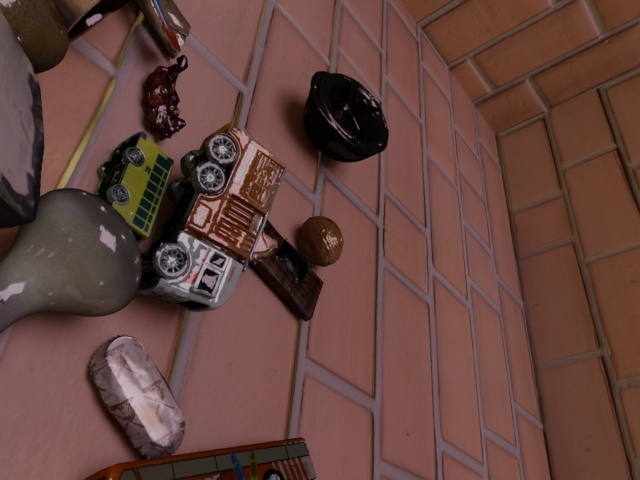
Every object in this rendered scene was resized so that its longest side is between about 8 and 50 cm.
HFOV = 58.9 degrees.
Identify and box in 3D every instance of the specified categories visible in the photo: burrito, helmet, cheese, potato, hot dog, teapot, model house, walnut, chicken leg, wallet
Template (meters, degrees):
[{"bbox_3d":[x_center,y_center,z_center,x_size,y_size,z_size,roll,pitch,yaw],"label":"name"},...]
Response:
[{"bbox_3d":[-0.340,-0.486,1.151,0.226,0.060,0.087,55,39,-19],"label":"burrito"},{"bbox_3d":[0.044,-0.313,1.516,0.278,0.160,0.231,20,56,-33],"label":"helmet"},{"bbox_3d":[-0.324,-0.477,1.072,0.106,0.037,0.256,-78,147,-79],"label":"cheese"},{"bbox_3d":[-0.462,-0.324,0.773,0.235,0.177,0.160,40,61,-24],"label":"potato"},{"bbox_3d":[-0.261,0.228,0.825,0.099,0.053,0.192,-35,94,-46],"label":"hot dog"},{"bbox_3d":[-0.359,0.050,0.705,0.251,0.183,0.184,-39,103,-44],"label":"teapot"},{"bbox_3d":[-0.489,-0.140,0.617,0.300,0.190,0.272,-8,65,-12],"label":"model house"},{"bbox_3d":[0.000,0.000,1.315,0.105,0.105,0.125,7,50,-54],"label":"walnut"},{"bbox_3d":[-0.299,-0.284,1.098,0.089,0.048,0.219,29,48,-49],"label":"chicken leg"},{"bbox_3d":[-0.080,0.056,1.211,0.230,0.042,0.124,48,38,-21],"label":"wallet"}]

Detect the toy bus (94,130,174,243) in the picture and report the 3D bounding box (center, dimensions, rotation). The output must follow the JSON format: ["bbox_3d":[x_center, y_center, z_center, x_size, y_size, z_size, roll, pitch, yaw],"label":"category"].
[{"bbox_3d":[-0.309,-0.081,0.922,0.101,0.088,0.175,41,43,-37],"label":"toy bus"}]

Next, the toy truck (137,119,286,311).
[{"bbox_3d":[-0.179,-0.029,0.945,0.162,0.136,0.306,31,67,-27],"label":"toy truck"}]

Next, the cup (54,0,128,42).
[{"bbox_3d":[-0.414,-0.495,0.914,0.273,0.208,0.288,49,37,-23],"label":"cup"}]

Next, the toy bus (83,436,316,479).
[{"bbox_3d":[-0.163,0.366,0.851,0.408,0.093,0.092,17,49,-51],"label":"toy bus"}]

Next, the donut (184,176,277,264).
[{"bbox_3d":[-0.173,-0.073,1.076,0.199,0.085,0.233,14,74,-27],"label":"donut"}]
